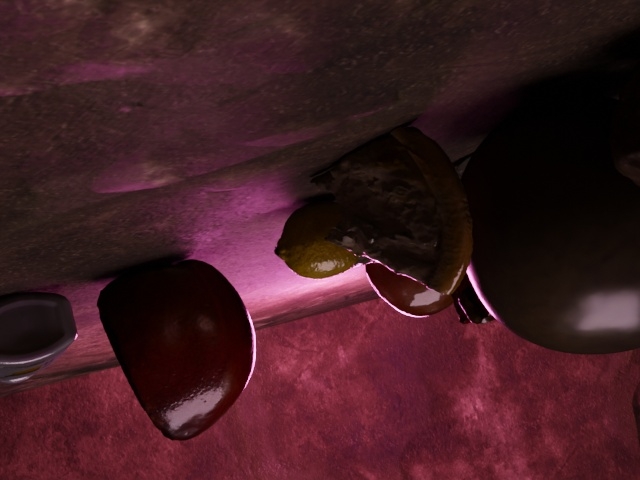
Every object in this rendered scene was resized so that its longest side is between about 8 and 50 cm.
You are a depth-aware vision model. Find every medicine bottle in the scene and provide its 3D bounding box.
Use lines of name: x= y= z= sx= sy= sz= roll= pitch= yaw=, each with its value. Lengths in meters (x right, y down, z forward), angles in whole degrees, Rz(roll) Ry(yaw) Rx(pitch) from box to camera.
medicine bottle: x=-0.478 y=0.159 z=1.754 sx=0.161 sy=0.111 sz=0.296 roll=-12 pitch=173 yaw=-23

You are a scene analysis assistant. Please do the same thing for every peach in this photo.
peach: x=-0.217 y=0.171 z=1.745 sx=0.245 sy=0.275 sz=0.248 roll=-15 pitch=179 yaw=25

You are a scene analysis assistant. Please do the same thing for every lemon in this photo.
lemon: x=0.000 y=0.000 z=1.537 sx=0.133 sy=0.109 sz=0.109 roll=-10 pitch=171 yaw=-13

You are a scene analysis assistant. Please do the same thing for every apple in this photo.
apple: x=0.176 y=0.045 z=1.993 sx=0.168 sy=0.181 sz=0.181 roll=-40 pitch=163 yaw=22

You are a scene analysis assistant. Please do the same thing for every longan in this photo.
longan: x=0.311 y=-0.015 z=1.285 sx=0.319 sy=0.319 sz=0.319 roll=-15 pitch=172 yaw=-2

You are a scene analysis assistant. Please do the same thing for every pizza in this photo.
pizza: x=0.070 y=-0.043 z=1.267 sx=0.034 sy=0.181 sz=0.262 roll=-13 pitch=-163 yaw=-40

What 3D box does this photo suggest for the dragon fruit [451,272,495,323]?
dragon fruit: x=0.304 y=-0.024 z=1.828 sx=0.240 sy=0.302 sz=0.330 roll=17 pitch=150 yaw=-5

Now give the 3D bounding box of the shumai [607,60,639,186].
shumai: x=0.466 y=-0.127 z=1.129 sx=0.346 sy=0.217 sz=0.283 roll=-20 pitch=171 yaw=13

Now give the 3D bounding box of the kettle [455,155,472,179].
kettle: x=0.327 y=-0.086 z=1.546 sx=0.243 sy=0.160 sz=0.211 roll=-18 pitch=147 yaw=-37

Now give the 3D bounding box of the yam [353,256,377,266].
yam: x=0.086 y=-0.008 z=1.729 sx=0.259 sy=0.093 sz=0.093 roll=-12 pitch=172 yaw=-23
